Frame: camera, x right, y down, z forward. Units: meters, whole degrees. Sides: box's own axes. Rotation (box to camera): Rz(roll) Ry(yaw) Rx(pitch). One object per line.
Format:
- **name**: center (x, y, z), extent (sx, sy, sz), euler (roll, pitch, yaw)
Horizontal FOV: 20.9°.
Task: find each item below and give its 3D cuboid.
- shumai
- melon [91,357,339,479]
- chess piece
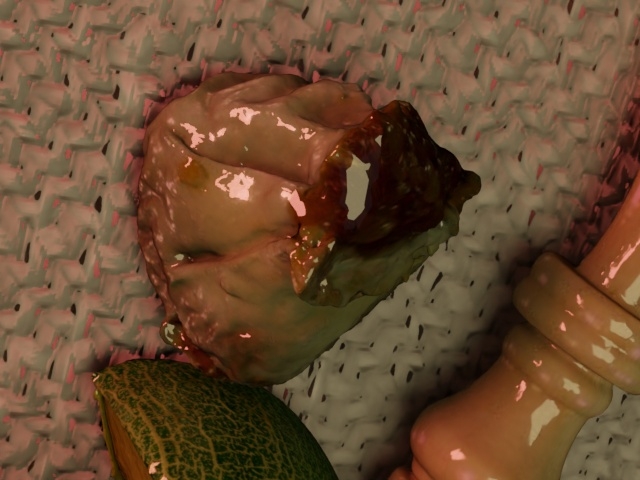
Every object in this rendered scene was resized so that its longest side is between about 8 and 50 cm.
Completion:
- **shumai**: center (-0.001, 0.006, 0.909), extent (0.184, 0.142, 0.184), euler (-7, 110, -20)
- **melon**: center (-0.025, 0.196, 0.960), extent (0.129, 0.169, 0.265), euler (-17, 118, -17)
- **chess piece**: center (0.155, 0.050, 1.013), extent (0.117, 0.117, 0.397), euler (32, 99, -30)
